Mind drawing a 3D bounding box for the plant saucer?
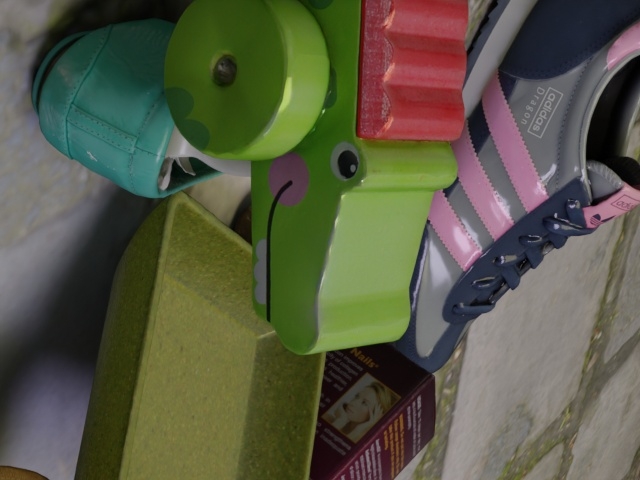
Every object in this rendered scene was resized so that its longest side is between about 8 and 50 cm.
[{"bbox_3d":[-0.062,0.094,0.671,0.188,0.045,0.189,41,52,-58],"label":"plant saucer"}]

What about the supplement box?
[{"bbox_3d":[-0.028,0.134,0.807,0.188,0.104,0.081,-42,150,-24],"label":"supplement box"}]

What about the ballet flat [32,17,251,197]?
[{"bbox_3d":[-0.019,-0.062,0.627,0.247,0.087,0.083,-17,138,-51],"label":"ballet flat"}]

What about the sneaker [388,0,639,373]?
[{"bbox_3d":[0.134,-0.025,0.866,0.112,0.131,0.319,-12,130,-54],"label":"sneaker"}]

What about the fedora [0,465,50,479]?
[{"bbox_3d":[-0.200,0.156,0.582,0.194,0.079,0.194,-42,155,-25],"label":"fedora"}]

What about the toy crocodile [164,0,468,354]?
[{"bbox_3d":[0.018,-0.126,0.521,0.115,0.105,0.341,4,89,-50],"label":"toy crocodile"}]

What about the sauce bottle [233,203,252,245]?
[{"bbox_3d":[0.000,0.000,0.774,0.128,0.042,0.042,5,116,-57],"label":"sauce bottle"}]
